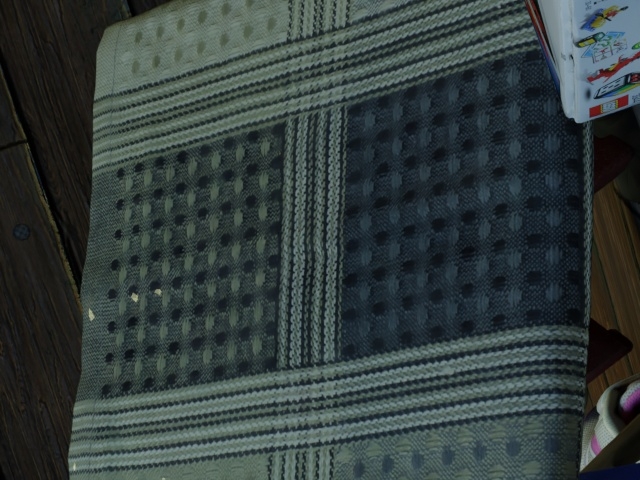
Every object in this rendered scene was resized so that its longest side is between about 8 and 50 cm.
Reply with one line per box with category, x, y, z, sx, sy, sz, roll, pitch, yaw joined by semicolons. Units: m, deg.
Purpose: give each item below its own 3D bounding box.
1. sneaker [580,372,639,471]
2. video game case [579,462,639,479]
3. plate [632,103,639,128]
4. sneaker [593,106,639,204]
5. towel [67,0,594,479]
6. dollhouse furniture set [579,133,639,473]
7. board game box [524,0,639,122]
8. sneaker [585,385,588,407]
sneaker;0.221;0.129;1.227;0.252;0.103;0.111;-133;29;-77
video game case;0.168;0.220;0.912;0.244;0.061;0.269;49;160;-3
plate;0.179;-0.058;0.829;0.277;0.045;0.278;73;-179;-66
sneaker;0.140;-0.104;1.093;0.083;0.098;0.223;-106;-1;-50
towel;0.000;0.000;0.952;0.056;0.324;0.312;19;-113;-45
dollhouse furniture set;0.165;0.095;1.021;0.374;0.152;0.201;40;159;28
board game box;0.072;-0.216;0.782;0.193;0.053;0.305;54;-163;-76
sneaker;0.157;-0.010;1.372;0.270;0.145;0.090;61;166;19
